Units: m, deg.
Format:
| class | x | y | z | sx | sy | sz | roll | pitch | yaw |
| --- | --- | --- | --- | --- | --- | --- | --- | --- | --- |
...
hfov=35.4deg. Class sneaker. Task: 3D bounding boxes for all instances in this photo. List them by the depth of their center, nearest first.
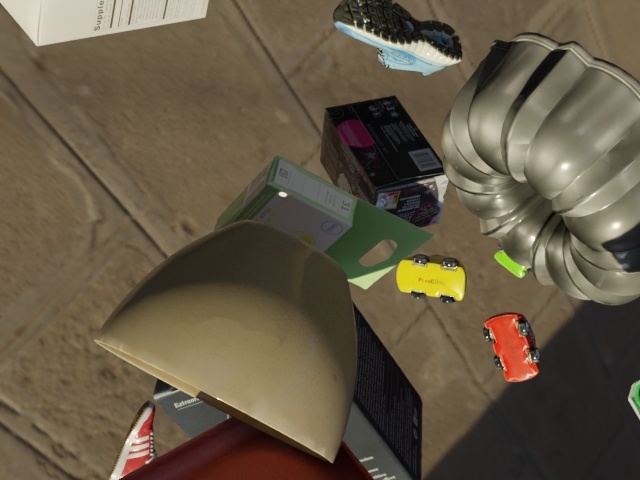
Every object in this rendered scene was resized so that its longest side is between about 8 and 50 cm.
| class | x | y | z | sx | sy | sz | roll | pitch | yaw |
| --- | --- | --- | --- | --- | --- | --- | --- | --- | --- |
| sneaker | 0.079 | -0.217 | 1.114 | 0.162 | 0.073 | 0.063 | 17 | 57 | -30 |
| sneaker | -0.227 | 0.274 | 1.326 | 0.067 | 0.042 | 0.118 | 24 | 94 | -9 |

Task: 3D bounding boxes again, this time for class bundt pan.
| class | x | y | z | sx | sy | sz | roll | pitch | yaw |
| --- | --- | --- | --- | --- | --- | --- | --- | --- | --- |
| bundt pan | 0.260 | -0.057 | 1.093 | 0.124 | 0.331 | 0.331 | -44 | 131 | -15 |

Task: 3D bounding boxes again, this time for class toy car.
| class | x | y | z | sx | sy | sz | roll | pitch | yaw |
| --- | --- | --- | --- | --- | --- | --- | --- | --- | --- |
| toy car | 0.248 | 0.045 | 1.351 | 0.225 | 0.239 | 0.053 | -55 | 171 | 27 |

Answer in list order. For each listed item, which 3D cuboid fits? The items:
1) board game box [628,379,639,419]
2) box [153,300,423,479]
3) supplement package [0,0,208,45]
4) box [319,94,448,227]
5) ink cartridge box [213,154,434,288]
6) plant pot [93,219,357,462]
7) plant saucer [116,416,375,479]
| class | x | y | z | sx | sy | sz | roll | pitch | yaw |
| --- | --- | --- | --- | --- | --- | --- | --- | --- | --- |
| board game box | 0.612 | 0.244 | 1.106 | 0.390 | 0.390 | 0.050 | -27 | 156 | 1 |
| box | -0.040 | 0.268 | 1.698 | 0.395 | 0.293 | 0.212 | 55 | 26 | -33 |
| supplement package | -0.320 | -0.426 | 1.480 | 0.293 | 0.177 | 0.175 | -19 | 144 | -36 |
| box | 0.119 | -0.143 | 1.933 | 0.163 | 0.247 | 0.142 | -13 | 139 | -19 |
| ink cartridge box | 0.000 | 0.000 | 1.276 | 0.235 | 0.171 | 0.056 | 27 | 51 | -18 |
| plant pot | -0.073 | 0.090 | 1.081 | 0.284 | 0.284 | 0.191 | 39 | 73 | -44 |
| plant saucer | -0.088 | 0.289 | 1.101 | 0.259 | 0.258 | 0.048 | -27 | 116 | -13 |
